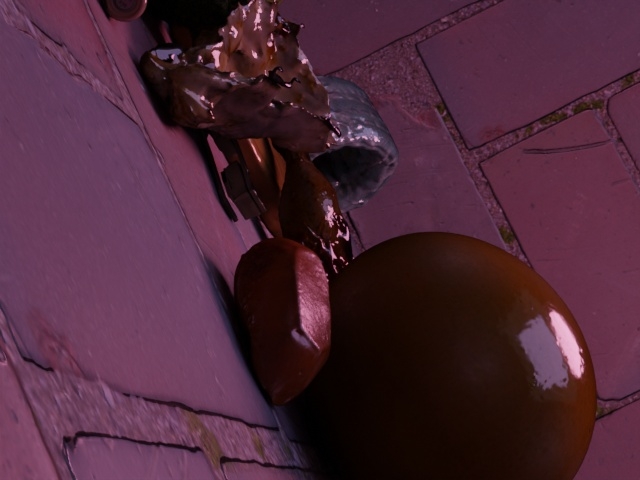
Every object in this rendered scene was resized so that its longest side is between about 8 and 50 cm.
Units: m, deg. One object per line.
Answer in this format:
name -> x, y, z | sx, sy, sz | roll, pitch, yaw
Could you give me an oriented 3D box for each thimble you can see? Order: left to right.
thimble -> 0.005, -0.149, 2.419 | 0.235, 0.198, 0.143 | 68, -4, -61

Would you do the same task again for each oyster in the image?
oyster -> -0.075, -0.166, 1.734 | 0.198, 0.133, 0.337 | 50, 17, 7

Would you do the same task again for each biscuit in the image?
biscuit -> -0.108, -0.167, 2.136 | 0.312, 0.057, 0.351 | 60, 6, -51

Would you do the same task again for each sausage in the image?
sausage -> -0.034, 0.067, 1.436 | 0.089, 0.089, 0.179 | 59, 15, -45

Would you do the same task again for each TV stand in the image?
TV stand -> -0.111, -0.108, 1.825 | 0.036, 0.042, 0.249 | 57, 7, -39

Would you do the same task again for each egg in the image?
egg -> 0.124, 0.137, 1.571 | 0.282, 0.282, 0.351 | 61, 4, -35

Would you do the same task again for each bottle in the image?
bottle -> -0.199, -0.252, 1.613 | 0.045, 0.045, 0.096 | 62, 2, -16

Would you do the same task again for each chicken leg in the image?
chicken leg -> -0.001, -0.001, 2.009 | 0.177, 0.083, 0.322 | -92, 165, -79

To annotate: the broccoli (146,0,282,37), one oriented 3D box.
broccoli -> -0.113, -0.384, 1.940 | 0.304, 0.283, 0.321 | -133, -138, -55
